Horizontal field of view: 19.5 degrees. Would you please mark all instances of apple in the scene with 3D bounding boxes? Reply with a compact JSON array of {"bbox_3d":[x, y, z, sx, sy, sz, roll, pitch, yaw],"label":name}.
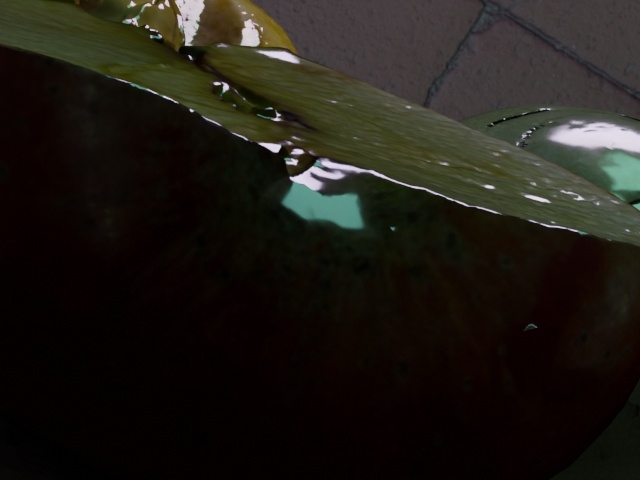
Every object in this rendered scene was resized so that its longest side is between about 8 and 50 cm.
[{"bbox_3d":[-0.039,-0.020,0.841,0.329,0.295,0.365,57,-7,-24],"label":"apple"}]

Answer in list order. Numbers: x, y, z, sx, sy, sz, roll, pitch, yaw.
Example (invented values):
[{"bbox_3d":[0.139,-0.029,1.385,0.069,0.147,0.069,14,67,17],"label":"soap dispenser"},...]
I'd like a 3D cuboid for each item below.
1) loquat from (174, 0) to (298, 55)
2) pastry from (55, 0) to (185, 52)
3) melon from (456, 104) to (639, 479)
[{"bbox_3d":[-0.116,-0.120,1.557,0.213,0.213,0.213,31,7,-4],"label":"loquat"},{"bbox_3d":[-0.233,-0.128,1.245,0.255,0.162,0.311,16,3,-26],"label":"pastry"},{"bbox_3d":[0.136,0.052,1.087,0.268,0.268,0.330,29,-8,-20],"label":"melon"}]
